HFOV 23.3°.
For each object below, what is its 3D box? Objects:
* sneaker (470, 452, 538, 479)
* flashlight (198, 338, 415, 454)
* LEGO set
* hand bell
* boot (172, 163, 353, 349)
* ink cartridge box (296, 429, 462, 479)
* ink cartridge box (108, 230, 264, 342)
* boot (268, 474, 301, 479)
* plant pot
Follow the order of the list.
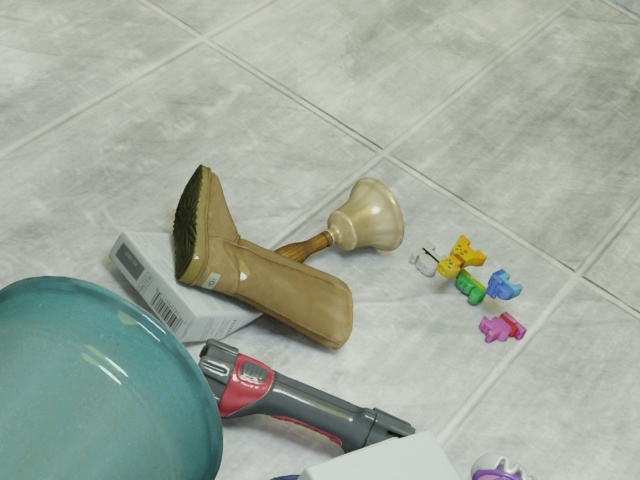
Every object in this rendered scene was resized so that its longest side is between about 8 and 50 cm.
[{"bbox_3d":[0.301,0.384,2.100,0.236,0.095,0.104,24,43,8],"label":"sneaker"},{"bbox_3d":[-0.032,0.235,2.101,0.304,0.103,0.103,24,2,-6],"label":"flashlight"},{"bbox_3d":[0.227,0.065,2.450,0.093,0.087,0.227,-20,53,-43],"label":"LEGO set"},{"bbox_3d":[0.000,0.000,2.412,0.242,0.126,0.126,-25,57,-33],"label":"hand bell"},{"bbox_3d":[-0.084,0.027,2.293,0.269,0.089,0.236,23,43,-23],"label":"boot"},{"bbox_3d":[0.085,0.402,1.833,0.197,0.198,0.270,-12,57,-36],"label":"ink cartridge box"},{"bbox_3d":[-0.173,0.066,2.284,0.189,0.066,0.232,47,21,28],"label":"ink cartridge box"},{"bbox_3d":[-0.070,0.351,1.965,0.190,0.069,0.086,-4,37,-43],"label":"boot"},{"bbox_3d":[-0.330,0.265,1.687,0.341,0.341,0.334,29,36,8],"label":"plant pot"}]
